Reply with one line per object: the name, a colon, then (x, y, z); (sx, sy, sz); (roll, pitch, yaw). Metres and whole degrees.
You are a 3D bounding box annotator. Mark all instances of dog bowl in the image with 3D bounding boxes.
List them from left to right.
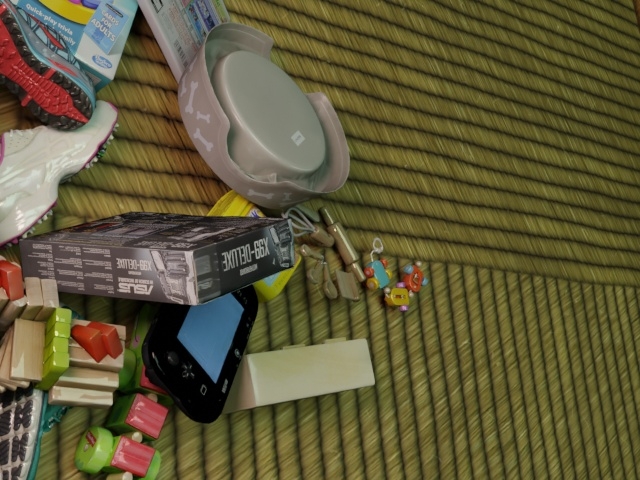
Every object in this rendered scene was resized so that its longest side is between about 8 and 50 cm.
dog bowl: (-0.102, -0.208, 1.669); (0.348, 0.102, 0.349); (34, 38, -32)

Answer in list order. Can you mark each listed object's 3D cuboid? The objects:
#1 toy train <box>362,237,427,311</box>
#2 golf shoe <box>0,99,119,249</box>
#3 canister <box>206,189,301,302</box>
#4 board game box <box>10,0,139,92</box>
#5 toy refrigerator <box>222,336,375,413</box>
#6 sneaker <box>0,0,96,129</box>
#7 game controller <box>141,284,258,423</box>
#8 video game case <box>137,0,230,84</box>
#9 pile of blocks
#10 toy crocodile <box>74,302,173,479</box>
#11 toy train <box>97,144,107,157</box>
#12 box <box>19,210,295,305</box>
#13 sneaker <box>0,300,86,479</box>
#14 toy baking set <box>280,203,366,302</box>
toy train: (0.139, 0.073, 1.888); (0.166, 0.046, 0.125); (36, 53, -32)
golf shoe: (-0.415, -0.129, 1.410); (0.140, 0.115, 0.306); (45, 49, -17)
canister: (-0.122, 0.010, 1.652); (0.170, 0.073, 0.126); (49, 49, -20)
board game box: (-0.415, -0.442, 1.542); (0.253, 0.079, 0.336); (30, 57, -32)
toy refrigerator: (-0.042, 0.225, 1.627); (0.269, 0.102, 0.094); (-2, 76, -42)
sneaker: (-0.433, -0.276, 1.386); (0.262, 0.104, 0.125); (49, 18, -23)
game controller: (-0.177, 0.131, 1.472); (0.166, 0.067, 0.319); (46, 32, -20)
video game case: (-0.241, -0.415, 1.666); (0.193, 0.023, 0.212); (-64, 146, -36)
pile of blocks: (-0.405, 0.094, 1.230); (0.362, 0.112, 0.149); (33, 48, -13)
toy crocodile: (-0.268, 0.254, 1.409); (0.115, 0.105, 0.341); (31, 56, -31)
toy train: (-0.348, -0.173, 1.544); (0.017, 0.023, 0.083); (25, 59, -34)
box: (-0.227, 0.017, 1.354); (0.242, 0.307, 0.077); (-22, 112, -59)
sneaker: (-0.381, 0.216, 1.327); (0.110, 0.107, 0.275); (33, 55, -40)
toy baking set: (0.003, 0.000, 1.754); (0.256, 0.030, 0.196); (63, 24, 7)
